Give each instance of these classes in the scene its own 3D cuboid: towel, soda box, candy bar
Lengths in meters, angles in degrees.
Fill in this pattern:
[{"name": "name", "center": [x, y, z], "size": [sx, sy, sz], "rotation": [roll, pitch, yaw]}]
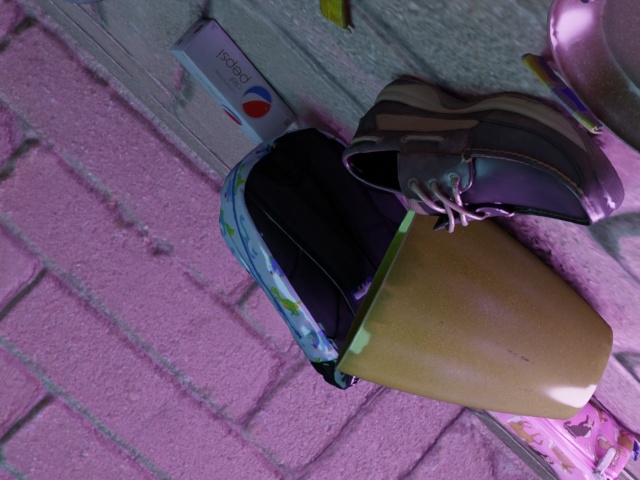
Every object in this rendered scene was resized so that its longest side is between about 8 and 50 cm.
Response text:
[{"name": "towel", "center": [0.194, -0.118, 0.697], "size": [0.083, 0.009, 0.060], "rotation": [51, -156, 14]}, {"name": "soda box", "center": [-0.139, -0.250, 1.405], "size": [0.216, 0.074, 0.069], "rotation": [47, 170, -29]}, {"name": "candy bar", "center": [0.013, -0.259, 0.897], "size": [0.040, 0.018, 0.161], "rotation": [37, 170, 11]}]

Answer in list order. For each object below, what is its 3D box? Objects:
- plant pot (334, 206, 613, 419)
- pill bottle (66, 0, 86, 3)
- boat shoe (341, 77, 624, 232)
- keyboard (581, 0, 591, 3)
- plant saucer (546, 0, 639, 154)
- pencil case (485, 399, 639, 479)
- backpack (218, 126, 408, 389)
[{"name": "plant pot", "center": [0.208, 0.107, 1.125], "size": [0.294, 0.274, 0.275], "rotation": [26, 170, 2]}, {"name": "pill bottle", "center": [-0.316, -0.402, 1.172], "size": [0.160, 0.160, 0.283], "rotation": [46, 170, -24]}, {"name": "boat shoe", "center": [0.146, -0.065, 0.881], "size": [0.132, 0.130, 0.355], "rotation": [47, 170, -30]}, {"name": "keyboard", "center": [0.078, -0.246, 0.433], "size": [0.317, 0.033, 0.201], "rotation": [48, -169, -36]}, {"name": "plant saucer", "center": [0.241, -0.109, 0.576], "size": [0.198, 0.036, 0.198], "rotation": [42, 171, 8]}, {"name": "pencil case", "center": [0.354, 0.269, 1.485], "size": [0.386, 0.160, 0.167], "rotation": [44, 147, -4]}, {"name": "backpack", "center": [0.000, 0.000, 1.362], "size": [0.355, 0.290, 0.273], "rotation": [54, 160, -20]}]
